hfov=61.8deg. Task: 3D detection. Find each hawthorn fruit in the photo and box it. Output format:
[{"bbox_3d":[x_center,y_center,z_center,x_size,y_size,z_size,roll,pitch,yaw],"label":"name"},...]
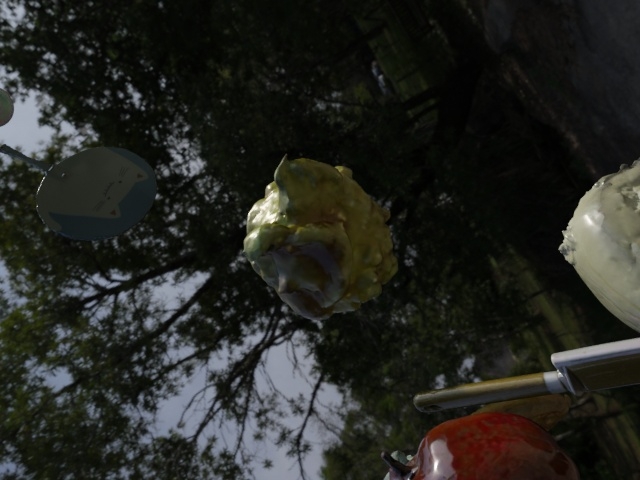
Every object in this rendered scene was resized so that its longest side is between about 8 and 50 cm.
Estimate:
[{"bbox_3d":[0.199,0.321,0.698,0.208,0.248,0.208,12,-90,-82],"label":"hawthorn fruit"}]

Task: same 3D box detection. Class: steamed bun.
[{"bbox_3d":[0.557,0.032,0.821,0.233,0.334,0.311,88,158,-55],"label":"steamed bun"}]

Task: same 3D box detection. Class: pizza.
[{"bbox_3d":[0.317,0.347,0.952,0.058,0.292,0.197,-126,21,-49],"label":"pizza"}]

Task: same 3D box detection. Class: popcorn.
[{"bbox_3d":[-0.007,-0.006,1.063,0.335,0.274,0.279,48,167,-13],"label":"popcorn"}]

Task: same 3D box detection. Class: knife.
[{"bbox_3d":[0.170,0.089,0.352,0.046,0.256,0.022,46,-140,-29],"label":"knife"}]

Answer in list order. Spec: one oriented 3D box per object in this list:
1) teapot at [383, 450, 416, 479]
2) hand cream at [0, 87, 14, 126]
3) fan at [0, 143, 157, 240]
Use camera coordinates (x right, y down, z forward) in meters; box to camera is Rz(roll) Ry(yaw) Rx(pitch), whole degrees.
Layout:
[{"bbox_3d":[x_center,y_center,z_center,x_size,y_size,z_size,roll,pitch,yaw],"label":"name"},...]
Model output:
[{"bbox_3d":[0.227,0.554,1.194,0.294,0.193,0.129,51,-164,-40],"label":"teapot"},{"bbox_3d":[-0.429,-0.164,0.633,0.047,0.174,0.076,30,-102,-56],"label":"hand cream"},{"bbox_3d":[-0.246,-0.061,0.530,0.005,0.175,0.113,100,-164,-59],"label":"fan"}]
